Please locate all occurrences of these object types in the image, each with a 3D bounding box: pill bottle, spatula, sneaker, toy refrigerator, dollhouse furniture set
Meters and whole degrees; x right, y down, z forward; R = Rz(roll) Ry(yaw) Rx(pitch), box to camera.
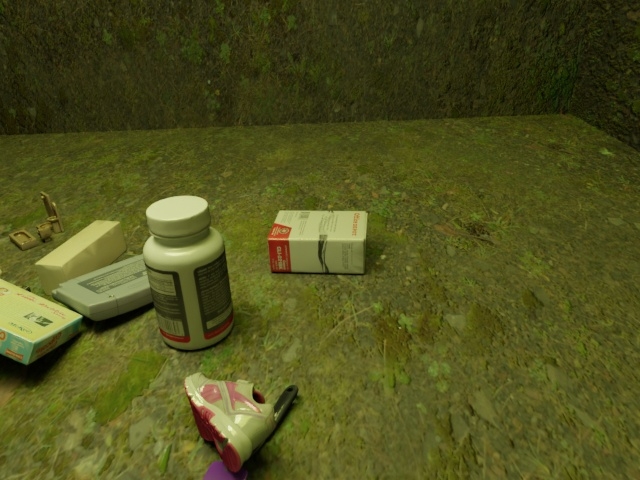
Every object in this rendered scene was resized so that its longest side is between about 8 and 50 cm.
[{"bbox_3d":[-0.298,0.071,1.106,0.176,0.319,0.176,-1,27,1],"label":"pill bottle"},{"bbox_3d":[-0.117,0.356,0.858,0.084,0.031,0.296,-1,24,30],"label":"spatula"},{"bbox_3d":[-0.160,0.300,0.870,0.111,0.103,0.252,-23,25,-30],"label":"sneaker"},{"bbox_3d":[-0.687,0.045,1.420,0.094,0.102,0.270,4,29,12],"label":"toy refrigerator"},{"bbox_3d":[-0.958,-0.068,1.632,0.144,0.123,0.151,21,36,38],"label":"dollhouse furniture set"}]

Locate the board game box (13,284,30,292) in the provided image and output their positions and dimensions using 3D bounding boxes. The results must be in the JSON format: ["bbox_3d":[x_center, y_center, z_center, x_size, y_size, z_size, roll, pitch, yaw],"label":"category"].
[{"bbox_3d":[-0.874,0.173,1.276,0.126,0.026,0.186,3,28,12],"label":"board game box"}]

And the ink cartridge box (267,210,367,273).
[{"bbox_3d":[0.000,0.000,1.431,0.272,0.114,0.197,0,27,7],"label":"ink cartridge box"}]

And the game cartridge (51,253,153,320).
[{"bbox_3d":[-0.511,0.116,1.289,0.197,0.062,0.297,19,27,30],"label":"game cartridge"}]

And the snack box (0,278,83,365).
[{"bbox_3d":[-0.725,0.153,1.081,0.321,0.060,0.187,24,10,0],"label":"snack box"}]
